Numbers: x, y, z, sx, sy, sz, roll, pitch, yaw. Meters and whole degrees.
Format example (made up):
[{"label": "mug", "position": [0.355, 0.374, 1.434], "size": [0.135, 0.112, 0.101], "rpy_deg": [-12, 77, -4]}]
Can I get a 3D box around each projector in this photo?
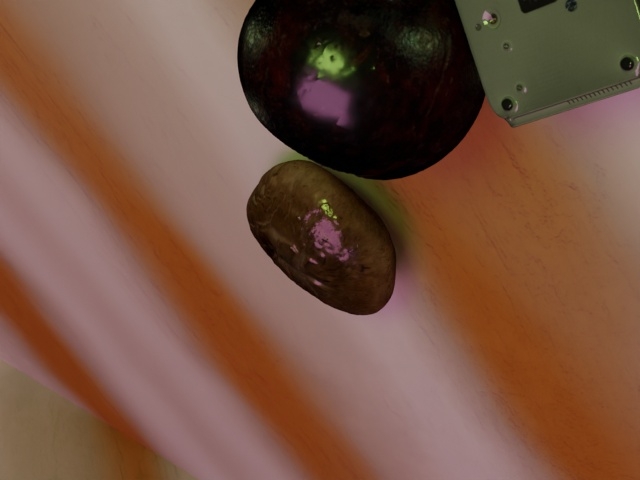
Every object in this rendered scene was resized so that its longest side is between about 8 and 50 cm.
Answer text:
[{"label": "projector", "position": [0.241, -0.260, 1.006], "size": [0.198, 0.108, 0.250], "rpy_deg": [-14, 98, 47]}]

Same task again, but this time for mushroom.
[{"label": "mushroom", "position": [0.000, 0.000, 1.525], "size": [0.278, 0.146, 0.278], "rpy_deg": [29, 146, 22]}]

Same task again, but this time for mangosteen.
[{"label": "mangosteen", "position": [0.060, -0.220, 1.142], "size": [0.300, 0.300, 0.300], "rpy_deg": [22, 141, 19]}]
